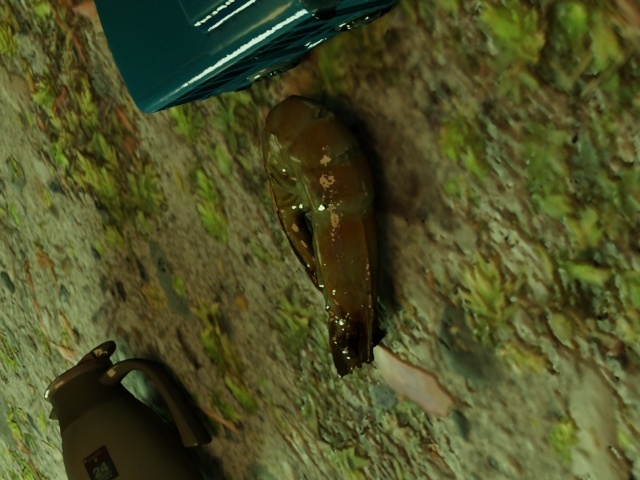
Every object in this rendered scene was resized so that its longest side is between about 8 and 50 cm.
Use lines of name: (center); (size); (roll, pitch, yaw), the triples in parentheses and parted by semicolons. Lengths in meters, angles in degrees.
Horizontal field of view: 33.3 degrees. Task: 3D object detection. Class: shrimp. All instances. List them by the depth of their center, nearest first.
shrimp: (0.000, 0.000, 0.651); (0.099, 0.041, 0.180); (6, 114, 49)

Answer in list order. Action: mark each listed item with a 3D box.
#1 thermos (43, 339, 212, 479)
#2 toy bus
thermos: (-0.153, 0.178, 0.896); (0.137, 0.105, 0.193); (-43, 66, 24)
toy bus: (-0.036, -0.137, 0.566); (0.185, 0.106, 0.090); (-19, 93, 52)
